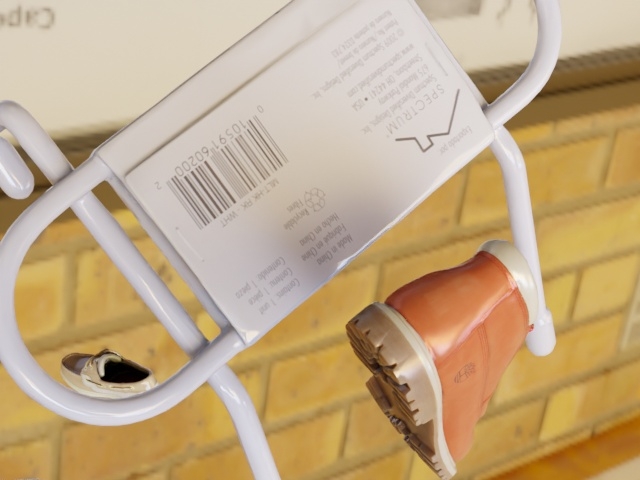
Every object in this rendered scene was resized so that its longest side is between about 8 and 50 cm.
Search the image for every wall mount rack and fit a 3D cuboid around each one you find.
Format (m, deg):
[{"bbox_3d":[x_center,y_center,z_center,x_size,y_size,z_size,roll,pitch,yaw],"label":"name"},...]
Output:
[{"bbox_3d":[0.000,0.000,0.711,0.350,0.304,0.130,-40,-170,-22],"label":"wall mount rack"}]

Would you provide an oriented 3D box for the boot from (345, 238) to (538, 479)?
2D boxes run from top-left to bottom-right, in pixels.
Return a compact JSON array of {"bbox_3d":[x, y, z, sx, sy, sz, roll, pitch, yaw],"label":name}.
[{"bbox_3d":[0.065,0.056,0.621,0.085,0.158,0.059,-37,-114,-12],"label":"boot"}]

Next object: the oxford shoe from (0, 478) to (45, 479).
[{"bbox_3d":[0.045,0.234,0.278,0.130,0.169,0.449,-22,-118,-37],"label":"oxford shoe"}]

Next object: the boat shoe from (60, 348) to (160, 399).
[{"bbox_3d":[-0.214,0.134,1.394,0.135,0.045,0.050,14,-140,31],"label":"boat shoe"}]
